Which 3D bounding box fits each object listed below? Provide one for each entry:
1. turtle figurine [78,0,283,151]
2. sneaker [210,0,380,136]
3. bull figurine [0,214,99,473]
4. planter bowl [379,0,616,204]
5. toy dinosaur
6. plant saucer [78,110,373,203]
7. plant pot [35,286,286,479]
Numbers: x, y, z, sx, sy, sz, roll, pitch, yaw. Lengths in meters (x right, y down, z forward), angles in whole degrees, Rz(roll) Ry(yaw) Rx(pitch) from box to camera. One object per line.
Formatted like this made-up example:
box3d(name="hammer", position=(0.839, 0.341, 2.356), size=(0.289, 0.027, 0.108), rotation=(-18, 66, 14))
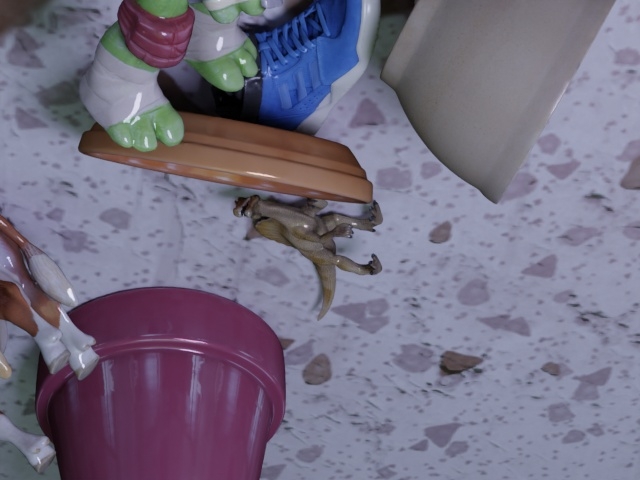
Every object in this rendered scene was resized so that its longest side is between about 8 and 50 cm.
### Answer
box3d(name="turtle figurine", position=(-0.023, -0.161, 1.156), size=(0.275, 0.198, 0.266), rotation=(14, 138, -13))
box3d(name="sneaker", position=(-0.022, -0.123, 1.312), size=(0.084, 0.058, 0.152), rotation=(5, 148, -23))
box3d(name="bull figurine", position=(-0.280, 0.100, 1.499), size=(0.188, 0.101, 0.310), rotation=(35, 132, 11))
box3d(name="planter bowl", position=(0.105, -0.118, 1.267), size=(0.109, 0.162, 0.162), rotation=(29, 137, 3))
box3d(name="toy dinosaur", position=(0.000, 0.000, 1.486), size=(0.092, 0.053, 0.183), rotation=(-1, 153, 26))
box3d(name="plant saucer", position=(-0.061, -0.058, 1.336), size=(0.200, 0.037, 0.200), rotation=(10, 178, 0))
box3d(name="plant pot", position=(-0.125, 0.166, 1.566), size=(0.201, 0.180, 0.201), rotation=(-2, 141, -2))
